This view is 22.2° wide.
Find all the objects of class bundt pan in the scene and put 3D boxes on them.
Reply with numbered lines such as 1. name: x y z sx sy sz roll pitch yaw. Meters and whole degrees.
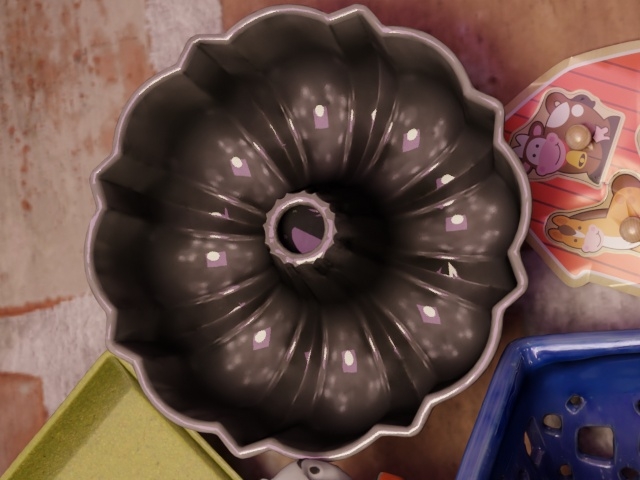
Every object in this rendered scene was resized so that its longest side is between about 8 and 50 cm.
1. bundt pan: 0.000 0.000 1.201 0.331 0.124 0.331 -2 82 14

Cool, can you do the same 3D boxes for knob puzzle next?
1. knob puzzle: 0.212 -0.057 1.204 0.213 0.030 0.213 0 91 22

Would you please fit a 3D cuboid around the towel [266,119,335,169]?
1. towel: -0.040 -0.027 1.305 0.110 0.027 0.148 40 105 17

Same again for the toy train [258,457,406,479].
1. toy train: -0.004 0.292 1.173 0.190 0.142 0.334 20 129 -2

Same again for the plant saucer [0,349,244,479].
1. plant saucer: -0.150 0.212 1.290 0.188 0.045 0.188 44 104 15

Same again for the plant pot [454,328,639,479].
1. plant pot: 0.231 0.204 1.080 0.236 0.236 0.212 -4 120 21

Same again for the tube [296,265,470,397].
1. tube: 0.039 0.074 1.267 0.080 0.052 0.207 39 99 12
